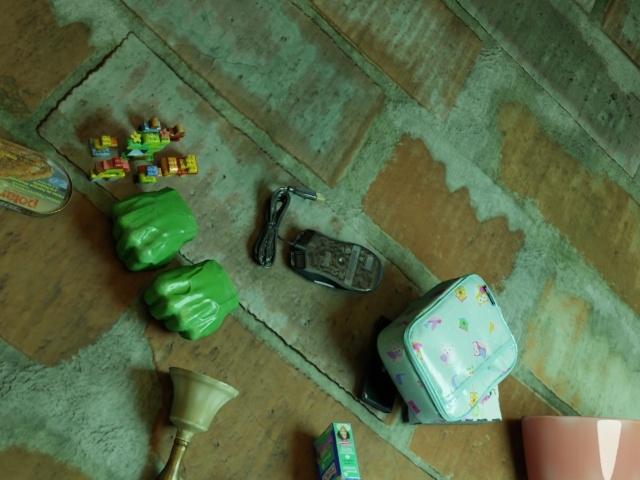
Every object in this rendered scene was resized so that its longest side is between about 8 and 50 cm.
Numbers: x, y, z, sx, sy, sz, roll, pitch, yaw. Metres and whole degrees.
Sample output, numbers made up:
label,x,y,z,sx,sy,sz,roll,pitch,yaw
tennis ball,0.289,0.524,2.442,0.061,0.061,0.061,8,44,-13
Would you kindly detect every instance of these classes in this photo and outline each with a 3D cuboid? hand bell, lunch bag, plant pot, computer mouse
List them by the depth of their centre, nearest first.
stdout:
label,x,y,z,sx,sy,sz,roll,pitch,yaw
hand bell,-0.235,0.345,1.746,0.126,0.126,0.242,27,73,-23
lunch bag,0.252,0.205,1.991,0.279,0.108,0.224,-34,97,-40
computer mouse,0.000,0.000,2.044,0.262,0.060,0.184,15,68,-16
plant pot,0.536,0.481,2.115,0.274,0.275,0.243,11,77,-31

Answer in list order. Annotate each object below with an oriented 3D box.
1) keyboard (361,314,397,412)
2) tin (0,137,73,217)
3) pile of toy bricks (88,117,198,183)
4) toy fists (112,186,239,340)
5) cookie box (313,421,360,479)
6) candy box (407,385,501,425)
label,x,y,z,sx,sy,sz,roll,pitch,yaw
keyboard,0.134,0.247,2.060,0.108,0.023,0.180,32,58,-28
tin,-0.508,-0.103,1.752,0.189,0.040,0.106,22,58,-26
pile of toy bricks,-0.305,-0.167,1.868,0.212,0.105,0.118,-5,76,-35
toy fists,-0.265,0.044,1.826,0.142,0.096,0.279,-28,88,-48
cookie box,0.028,0.392,1.877,0.040,0.092,0.107,6,53,-24
candy box,0.262,0.281,2.092,0.196,0.070,0.165,7,71,-37
